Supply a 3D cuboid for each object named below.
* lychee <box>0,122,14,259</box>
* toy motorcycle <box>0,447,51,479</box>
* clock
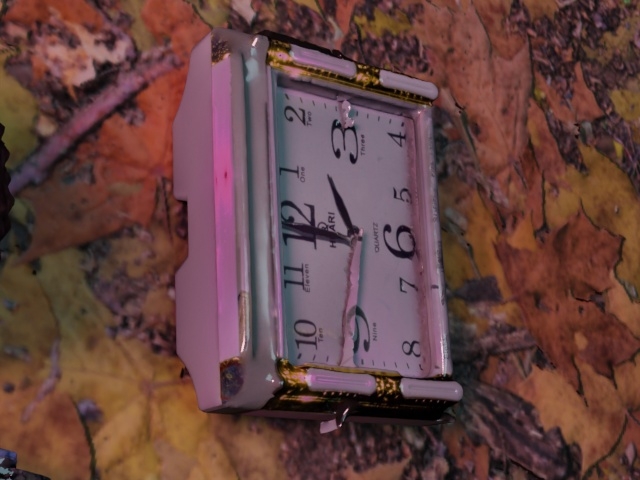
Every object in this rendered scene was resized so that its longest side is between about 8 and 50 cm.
[{"bbox_3d":[-0.228,-0.040,0.582,0.188,0.188,0.188,13,68,-35],"label":"lychee"},{"bbox_3d":[-0.227,0.098,0.584,0.205,0.114,0.076,22,71,-36],"label":"toy motorcycle"},{"bbox_3d":[0.000,0.000,0.815,0.186,0.083,0.253,10,69,-36],"label":"clock"}]
